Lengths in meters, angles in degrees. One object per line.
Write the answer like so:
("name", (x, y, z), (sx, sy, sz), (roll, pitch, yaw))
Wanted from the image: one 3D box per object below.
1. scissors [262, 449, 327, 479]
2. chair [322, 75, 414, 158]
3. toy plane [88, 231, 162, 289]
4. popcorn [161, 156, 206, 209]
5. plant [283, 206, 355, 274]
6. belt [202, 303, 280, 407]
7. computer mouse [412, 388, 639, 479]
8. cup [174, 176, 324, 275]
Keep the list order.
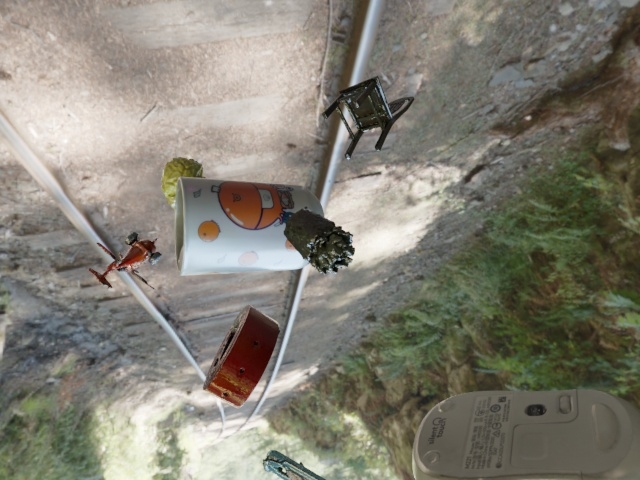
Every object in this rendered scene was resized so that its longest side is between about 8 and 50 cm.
("scissors", (0.072, 0.468, 0.724), (0.180, 0.392, 0.032), (-64, 172, 32))
("chair", (0.098, -0.254, 0.807), (0.084, 0.213, 0.102), (-5, 129, 40))
("toy plane", (-0.337, 0.027, 0.752), (0.077, 0.126, 0.194), (-49, 168, 1))
("popcorn", (-0.411, -0.168, 1.326), (0.142, 0.174, 0.173), (-28, 157, 5))
("plant", (0.000, 0.000, 0.822), (0.092, 0.143, 0.095), (-29, 152, -46))
("belt", (-0.214, 0.309, 1.222), (0.115, 0.324, 0.227), (34, 110, -11))
("computer mouse", (0.273, 0.285, 0.566), (0.296, 0.121, 0.184), (-22, -164, 31))
("cup", (-0.161, -0.031, 0.995), (0.316, 0.213, 0.212), (0, 154, -24))
